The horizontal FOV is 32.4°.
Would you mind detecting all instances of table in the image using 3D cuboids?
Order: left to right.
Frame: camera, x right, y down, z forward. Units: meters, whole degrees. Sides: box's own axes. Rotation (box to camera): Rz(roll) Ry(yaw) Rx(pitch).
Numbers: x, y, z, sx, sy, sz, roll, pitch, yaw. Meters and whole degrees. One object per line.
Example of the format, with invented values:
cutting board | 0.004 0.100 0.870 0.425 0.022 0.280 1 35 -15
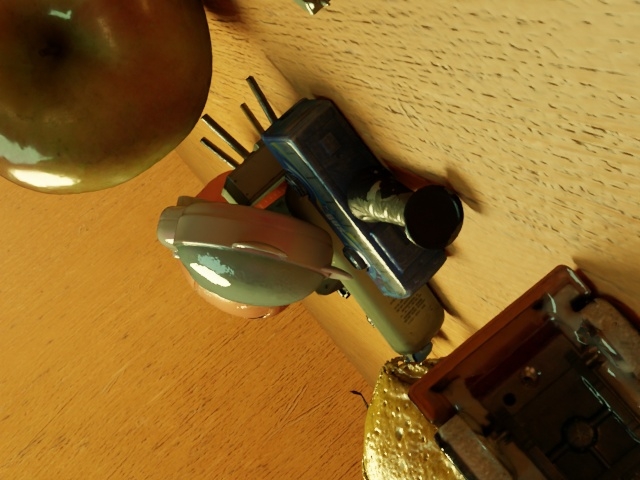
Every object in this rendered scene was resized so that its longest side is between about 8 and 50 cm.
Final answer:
table | -0.079 -0.114 1.310 0.111 0.121 0.240 49 173 -2

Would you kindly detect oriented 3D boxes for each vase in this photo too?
vase | 0.076 -0.033 1.029 0.059 0.059 0.167 51 173 -18

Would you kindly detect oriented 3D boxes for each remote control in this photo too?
remote control | 0.061 0.025 1.346 0.038 0.090 0.309 21 154 54

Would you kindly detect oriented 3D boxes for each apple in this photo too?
apple | -0.275 -0.208 1.237 0.319 0.319 0.277 49 179 1

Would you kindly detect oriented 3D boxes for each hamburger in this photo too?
hamburger | 0.170 0.262 1.414 0.163 0.244 0.244 -1 -144 -46

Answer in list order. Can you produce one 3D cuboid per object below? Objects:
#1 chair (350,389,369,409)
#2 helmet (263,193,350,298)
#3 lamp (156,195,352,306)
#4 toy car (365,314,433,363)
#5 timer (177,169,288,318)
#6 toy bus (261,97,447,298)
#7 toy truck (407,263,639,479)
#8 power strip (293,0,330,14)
chair | 0.183 0.281 1.802 0.213 0.149 0.174 48 173 -29
helmet | 0.008 -0.012 1.426 0.153 0.107 0.177 44 -168 15
lamp | -0.093 0.016 1.248 0.246 0.107 0.179 12 170 46
toy car | 0.125 0.137 1.680 0.103 0.063 0.216 49 179 1
timer | -0.110 0.005 1.748 0.215 0.229 0.229 39 172 6
toy bus | 0.038 -0.039 1.156 0.236 0.079 0.094 51 172 -19
toy truck | 0.255 0.220 0.859 0.387 0.173 0.207 50 180 12
power strip | -0.019 -0.198 0.835 0.083 0.027 0.017 45 175 31
